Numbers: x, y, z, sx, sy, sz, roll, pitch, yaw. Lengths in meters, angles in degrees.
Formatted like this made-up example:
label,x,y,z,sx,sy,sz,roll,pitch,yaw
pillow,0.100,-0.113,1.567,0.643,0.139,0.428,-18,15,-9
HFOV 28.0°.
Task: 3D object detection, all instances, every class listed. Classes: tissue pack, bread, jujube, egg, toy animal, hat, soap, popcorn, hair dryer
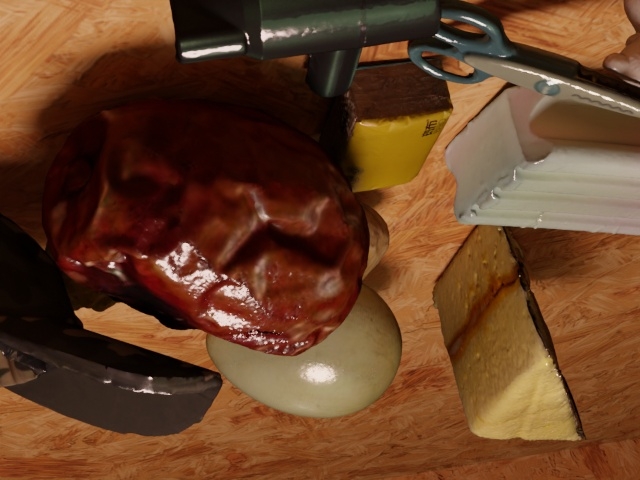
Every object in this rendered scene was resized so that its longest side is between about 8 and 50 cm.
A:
label,x,y,z,sx,sy,sz,roll,pitch,yaw
tissue pack,0.073,-0.129,1.482,0.120,0.082,0.169,-8,157,-16
bread,0.323,0.114,1.915,0.242,0.345,0.405,2,146,-17
jujube,-0.110,-0.014,1.404,0.377,0.276,0.276,15,145,-40
egg,-0.024,0.157,1.931,0.296,0.218,0.218,1,156,-2
toy animal,0.386,-0.244,1.370,0.131,0.181,0.127,16,-175,-46
hat,-0.302,0.077,1.457,0.382,0.257,0.366,1,162,-7
soap,0.360,-0.097,1.632,0.347,0.115,0.208,3,157,-23
popcorn,-0.271,0.020,1.579,0.145,0.125,0.126,-24,141,-25
hair dryer,-0.027,-0.198,1.256,0.244,0.116,0.302,-8,164,-6

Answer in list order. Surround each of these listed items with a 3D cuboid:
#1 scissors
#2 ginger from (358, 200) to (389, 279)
label,x,y,z,sx,sy,sz,roll,pitch,yaw
scissors,0.234,-0.179,1.357,0.289,0.041,0.138,17,155,2
ginger,0.000,0.000,1.684,0.267,0.152,0.138,21,110,-47
